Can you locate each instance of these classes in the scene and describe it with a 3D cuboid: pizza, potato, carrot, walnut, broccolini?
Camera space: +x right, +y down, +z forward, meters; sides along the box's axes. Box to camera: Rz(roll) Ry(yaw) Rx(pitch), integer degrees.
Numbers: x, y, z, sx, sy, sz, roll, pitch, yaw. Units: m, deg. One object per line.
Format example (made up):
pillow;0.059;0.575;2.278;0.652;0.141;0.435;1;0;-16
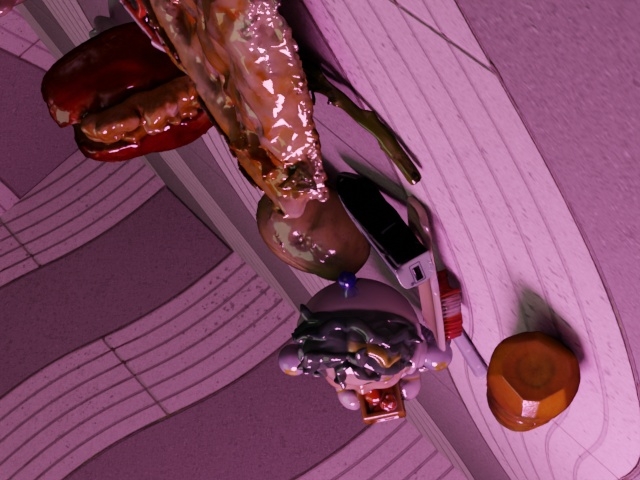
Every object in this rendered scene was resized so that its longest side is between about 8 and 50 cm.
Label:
pizza;-0.106;-0.206;1.519;0.435;0.080;0.392;40;156;60
potato;-0.011;-0.019;2.012;0.192;0.141;0.296;32;171;-3
carrot;0.265;0.182;1.632;0.114;0.114;0.302;46;176;13
walnut;-0.300;-0.228;2.091;0.244;0.269;0.221;46;161;50
broccolini;0.018;-0.149;1.547;0.271;0.062;0.123;44;177;14

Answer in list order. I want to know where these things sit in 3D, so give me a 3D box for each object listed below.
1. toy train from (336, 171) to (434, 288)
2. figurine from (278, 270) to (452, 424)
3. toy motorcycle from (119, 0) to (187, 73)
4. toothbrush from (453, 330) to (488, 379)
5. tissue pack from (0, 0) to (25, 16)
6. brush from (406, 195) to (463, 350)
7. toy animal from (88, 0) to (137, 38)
toy train;0.079;-0.023;1.724;0.048;0.055;0.252;59;178;-37
figurine;0.070;0.177;1.988;0.382;0.261;0.186;60;-167;-66
toy motorcycle;-0.174;-0.283;1.773;0.298;0.089;0.171;42;169;39
toothbrush;0.188;0.112;1.980;0.342;0.025;0.030;54;176;-39
tissue pack;-0.406;-0.455;1.483;0.277;0.267;0.387;49;166;29
brush;0.159;0.047;1.752;0.321;0.050;0.060;74;171;-55
toy animal;-0.351;-0.361;2.279;0.131;0.104;0.221;42;170;40
